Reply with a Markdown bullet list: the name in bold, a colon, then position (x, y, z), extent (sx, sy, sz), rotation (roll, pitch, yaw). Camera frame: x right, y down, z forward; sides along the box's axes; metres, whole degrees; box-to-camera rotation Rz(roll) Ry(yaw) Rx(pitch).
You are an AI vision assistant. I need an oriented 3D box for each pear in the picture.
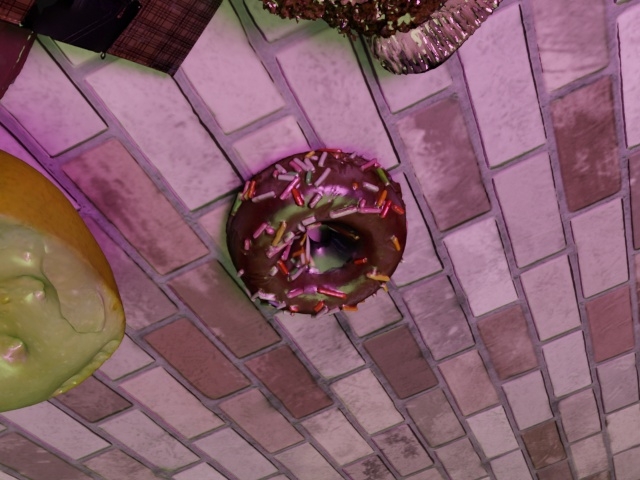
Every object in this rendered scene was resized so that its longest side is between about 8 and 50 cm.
- **pear**: position (-0.384, 0.062, 0.689), extent (0.342, 0.238, 0.318), rotation (-35, 141, 9)

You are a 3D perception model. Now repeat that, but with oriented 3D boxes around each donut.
- **donut**: position (0.000, 0.000, 0.801), extent (0.270, 0.103, 0.269), rotation (-6, 130, -7)

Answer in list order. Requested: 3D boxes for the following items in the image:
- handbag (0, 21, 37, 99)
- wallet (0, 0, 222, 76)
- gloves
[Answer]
- **handbag**: position (-0.361, -0.247, 0.521), extent (0.216, 0.074, 0.203), rotation (26, 118, -32)
- **wallet**: position (-0.203, -0.230, 0.535), extent (0.124, 0.042, 0.230), rotation (-49, 154, 25)
- **gloves**: position (0.044, -0.274, 0.551), extent (0.210, 0.135, 0.312), rotation (-23, 156, 33)
